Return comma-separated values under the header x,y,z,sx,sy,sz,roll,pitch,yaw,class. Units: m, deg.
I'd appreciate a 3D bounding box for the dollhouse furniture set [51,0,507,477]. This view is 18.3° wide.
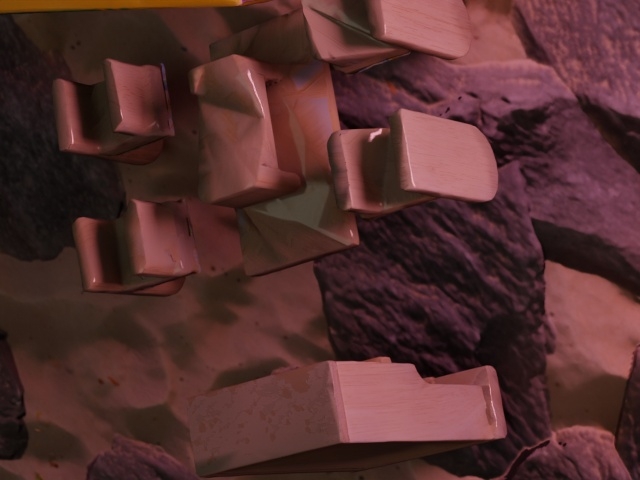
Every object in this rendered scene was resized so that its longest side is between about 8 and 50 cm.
x,y,z,sx,sy,sz,roll,pitch,yaw,class
0.000,0.000,1.767,0.362,0.256,0.394,-17,76,32,dollhouse furniture set

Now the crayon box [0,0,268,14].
x,y,z,sx,sy,sz,roll,pitch,yaw,class
-0.196,-0.386,1.753,0.313,0.106,0.363,1,101,25,crayon box
